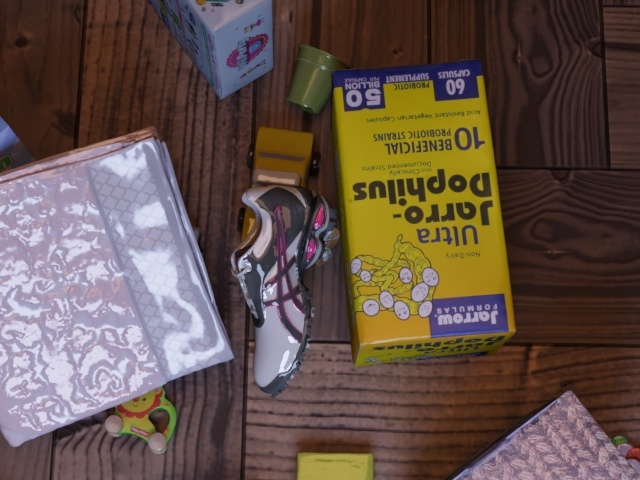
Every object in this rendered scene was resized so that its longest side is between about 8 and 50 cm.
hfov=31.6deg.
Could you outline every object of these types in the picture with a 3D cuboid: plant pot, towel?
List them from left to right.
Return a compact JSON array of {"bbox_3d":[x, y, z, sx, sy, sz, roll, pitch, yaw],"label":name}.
[{"bbox_3d":[-0.299,0.059,1.408,0.317,0.053,0.332,-20,107,-9],"label":"towel"},{"bbox_3d":[-0.010,-0.221,1.584,0.083,0.083,0.079,25,90,6],"label":"plant pot"},{"bbox_3d":[0.017,0.388,1.428,0.102,0.021,0.237,2,73,-3],"label":"towel"}]

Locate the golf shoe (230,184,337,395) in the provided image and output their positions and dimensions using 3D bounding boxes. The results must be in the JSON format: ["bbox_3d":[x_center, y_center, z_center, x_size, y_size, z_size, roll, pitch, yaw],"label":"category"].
[{"bbox_3d":[-0.067,0.061,1.464,0.120,0.105,0.273,10,90,-23],"label":"golf shoe"}]

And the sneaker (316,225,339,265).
[{"bbox_3d":[0.000,0.000,1.520,0.032,0.083,0.037,-20,65,-27],"label":"sneaker"}]

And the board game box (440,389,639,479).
[{"bbox_3d":[0.221,0.315,1.331,0.232,0.291,0.141,-36,78,-8],"label":"board game box"}]

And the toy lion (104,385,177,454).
[{"bbox_3d":[-0.234,0.221,1.492,0.100,0.034,0.096,22,69,5],"label":"toy lion"}]

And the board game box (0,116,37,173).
[{"bbox_3d":[-0.433,-0.058,1.466,0.160,0.211,0.039,-43,68,-10],"label":"board game box"}]

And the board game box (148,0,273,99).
[{"bbox_3d":[-0.187,-0.371,1.542,0.097,0.224,0.303,-33,78,-10],"label":"board game box"}]

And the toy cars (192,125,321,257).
[{"bbox_3d":[-0.136,-0.008,1.518,0.394,0.087,0.176,-41,79,-9],"label":"toy cars"}]

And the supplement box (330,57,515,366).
[{"bbox_3d":[0.123,-0.030,1.469,0.194,0.195,0.356,-5,76,-1],"label":"supplement box"}]

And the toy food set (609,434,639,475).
[{"bbox_3d":[0.384,0.296,1.475,0.083,0.020,0.083,-3,75,-1],"label":"toy food set"}]
